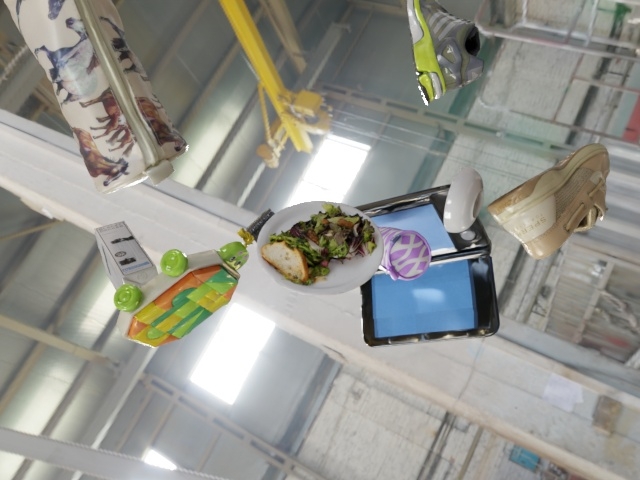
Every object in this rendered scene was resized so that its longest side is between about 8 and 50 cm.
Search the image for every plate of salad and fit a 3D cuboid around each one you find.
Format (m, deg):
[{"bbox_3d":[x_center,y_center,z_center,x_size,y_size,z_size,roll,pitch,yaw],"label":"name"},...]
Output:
[{"bbox_3d":[0.000,0.000,0.885,0.200,0.199,0.048,-49,-26,-35],"label":"plate of salad"}]

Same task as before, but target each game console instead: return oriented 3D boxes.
[{"bbox_3d":[0.174,0.059,1.111,0.250,0.292,0.173,54,-142,-34],"label":"game console"}]

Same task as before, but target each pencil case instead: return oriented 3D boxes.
[{"bbox_3d":[0.111,0.022,0.992,0.088,0.086,0.206,-50,16,-9],"label":"pencil case"},{"bbox_3d":[-0.350,-0.275,0.876,0.159,0.183,0.411,-28,-74,-21],"label":"pencil case"}]

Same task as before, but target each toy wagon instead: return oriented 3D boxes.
[{"bbox_3d":[-0.282,0.104,1.266,0.344,0.068,0.267,-37,-25,-2],"label":"toy wagon"}]

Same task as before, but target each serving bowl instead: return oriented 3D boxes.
[{"bbox_3d":[0.178,-0.047,0.692,0.083,0.027,0.084,-35,-46,-47],"label":"serving bowl"}]

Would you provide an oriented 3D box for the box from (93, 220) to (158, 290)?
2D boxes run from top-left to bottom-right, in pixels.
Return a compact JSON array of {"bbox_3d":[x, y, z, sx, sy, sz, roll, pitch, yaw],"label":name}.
[{"bbox_3d":[-0.513,0.083,1.532,0.087,0.290,0.169,-20,-55,-26],"label":"box"}]

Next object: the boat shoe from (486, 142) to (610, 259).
[{"bbox_3d":[0.373,-0.060,0.879,0.341,0.110,0.121,-25,-10,-42],"label":"boat shoe"}]

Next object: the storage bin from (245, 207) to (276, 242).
[{"bbox_3d":[-0.102,0.012,1.460,0.084,0.180,0.122,-42,8,-5],"label":"storage bin"}]

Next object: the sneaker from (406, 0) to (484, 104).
[{"bbox_3d":[0.230,-0.374,1.059,0.111,0.121,0.300,62,-157,-53],"label":"sneaker"}]
